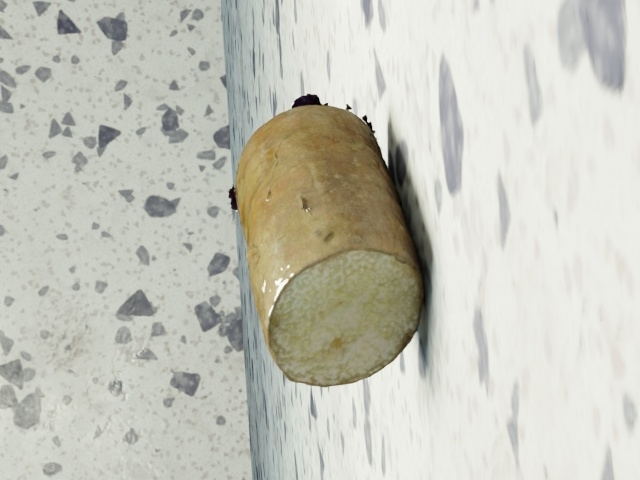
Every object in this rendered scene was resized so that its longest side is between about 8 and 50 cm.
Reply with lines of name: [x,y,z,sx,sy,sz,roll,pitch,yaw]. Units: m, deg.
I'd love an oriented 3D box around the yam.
yam: [0.003,-0.001,0.611,0.127,0.084,0.084,-109,16,-56]
